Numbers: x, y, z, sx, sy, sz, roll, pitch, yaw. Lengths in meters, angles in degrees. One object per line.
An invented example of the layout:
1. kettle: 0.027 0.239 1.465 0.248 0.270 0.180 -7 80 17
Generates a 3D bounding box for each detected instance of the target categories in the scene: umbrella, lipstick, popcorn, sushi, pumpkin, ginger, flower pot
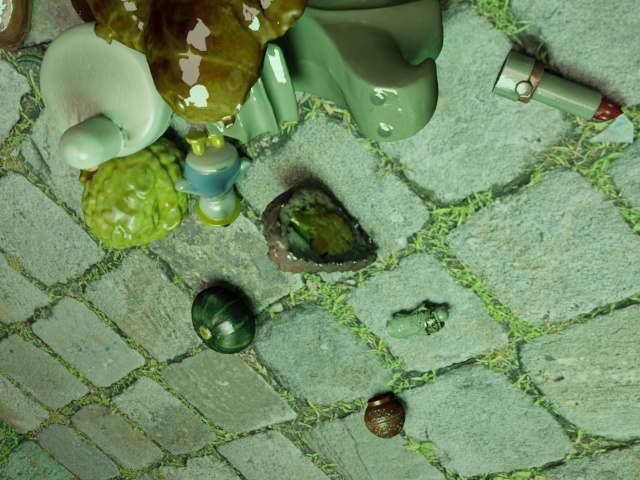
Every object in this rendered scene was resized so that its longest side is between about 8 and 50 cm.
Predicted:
1. umbrella: 0.200 0.165 1.327 0.143 0.062 0.067 -25 82 39
2. lipstick: 0.349 -0.212 0.942 0.186 0.057 0.063 22 133 5
3. popcorn: -0.373 -0.116 1.291 0.237 0.206 0.251 -25 82 53
4. sushi: -0.005 -0.019 1.233 0.107 0.241 0.161 -24 71 50
5. pumpkin: -0.223 0.186 1.501 0.167 0.125 0.167 14 114 35
6. ginger: -0.161 -0.329 0.759 0.357 0.152 0.274 50 122 9
7. flower pot: -0.003 -0.263 0.930 0.367 0.254 0.164 5 142 21

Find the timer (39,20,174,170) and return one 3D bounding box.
1. timer: -0.370 -0.251 1.111 0.233 0.240 0.233 5 114 11

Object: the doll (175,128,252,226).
1. doll: -0.204 -0.110 1.256 0.098 0.135 0.241 25 145 14

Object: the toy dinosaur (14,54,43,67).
1. toy dinosaur: -0.504 -0.263 1.319 0.247 0.075 0.188 33 144 -9

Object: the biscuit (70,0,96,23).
1. biscuit: -0.400 -0.463 1.117 0.180 0.039 0.236 -13 120 31

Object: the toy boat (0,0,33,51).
1. toy boat: -0.594 -0.478 1.167 0.141 0.099 0.318 -10 134 -19

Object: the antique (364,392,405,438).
1. antique: 0.151 0.415 1.523 0.104 0.104 0.104 14 131 16
